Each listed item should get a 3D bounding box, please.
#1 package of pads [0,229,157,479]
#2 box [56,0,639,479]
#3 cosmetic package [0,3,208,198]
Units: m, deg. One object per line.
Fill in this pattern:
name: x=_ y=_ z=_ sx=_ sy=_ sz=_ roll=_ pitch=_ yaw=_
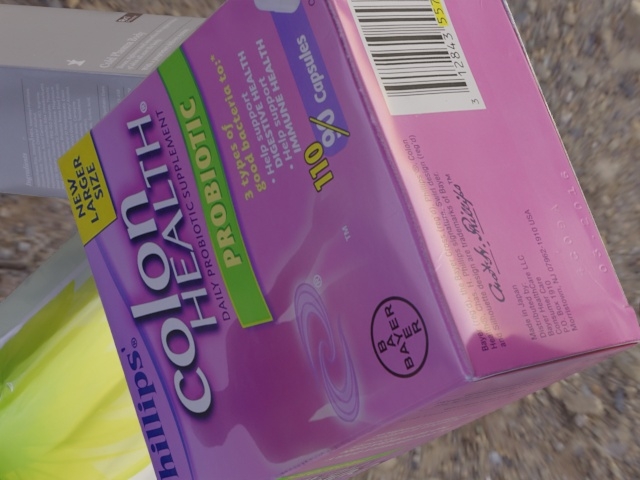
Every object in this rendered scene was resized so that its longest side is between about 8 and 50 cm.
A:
package of pads: x=-0.137 y=0.112 z=1.113 sx=0.296 sy=0.229 sz=0.101 roll=-45 pitch=40 yaw=-21
box: x=0.000 y=0.000 z=0.747 sx=0.243 sy=0.117 sz=0.213 roll=-34 pitch=70 yaw=47
cosmetic package: x=-0.188 y=-0.097 z=1.030 sx=0.238 sy=0.127 sz=0.107 roll=8 pitch=118 yaw=11
